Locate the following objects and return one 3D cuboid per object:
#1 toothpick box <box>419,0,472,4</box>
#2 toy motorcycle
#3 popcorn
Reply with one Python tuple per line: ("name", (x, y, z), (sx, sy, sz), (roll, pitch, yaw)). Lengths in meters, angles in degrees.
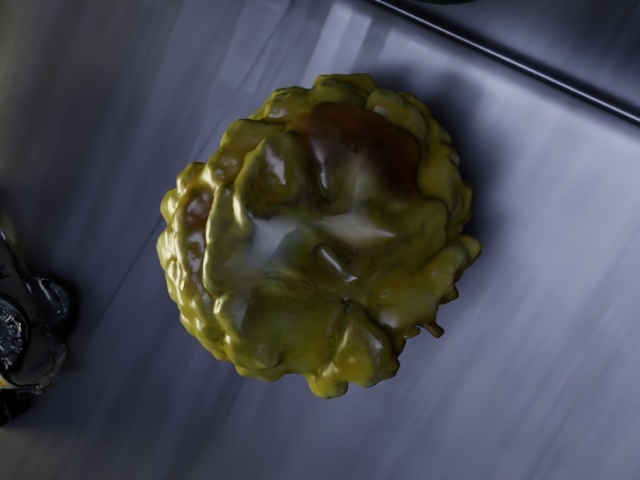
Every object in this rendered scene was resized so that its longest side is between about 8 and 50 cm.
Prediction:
("toothpick box", (0.061, -0.205, 0.720), (0.120, 0.184, 0.120), (4, 101, 19))
("toy motorcycle", (-0.303, 0.026, 0.952), (0.157, 0.091, 0.263), (-29, 91, 27))
("popcorn", (0.002, -0.002, 0.789), (0.218, 0.169, 0.189), (-44, 90, 3))
